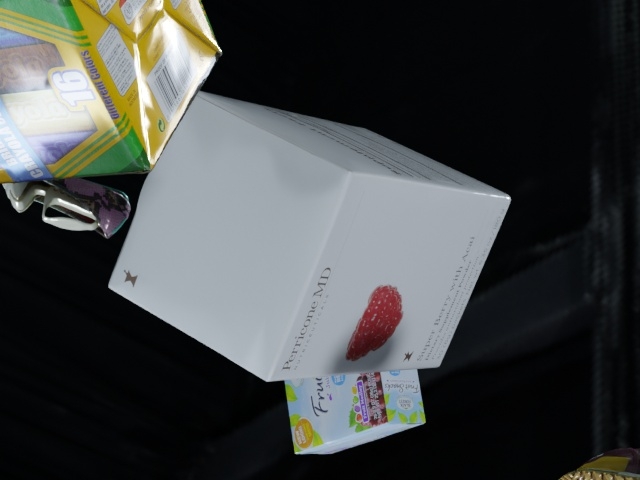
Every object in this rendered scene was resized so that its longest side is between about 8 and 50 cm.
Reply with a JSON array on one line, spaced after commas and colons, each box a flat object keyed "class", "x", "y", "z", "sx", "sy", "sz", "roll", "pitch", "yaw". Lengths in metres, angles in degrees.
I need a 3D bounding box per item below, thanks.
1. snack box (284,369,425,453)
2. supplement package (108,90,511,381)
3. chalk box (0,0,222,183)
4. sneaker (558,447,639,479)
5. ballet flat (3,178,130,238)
[{"class": "snack box", "x": 0.031, "y": 0.141, "z": 1.710, "sx": 0.174, "sy": 0.070, "sz": 0.207, "roll": -25, "pitch": -115, "yaw": 45}, {"class": "supplement package", "x": 0.000, "y": 0.000, "z": 1.185, "sx": 0.175, "sy": 0.293, "sz": 0.177, "roll": 28, "pitch": -78, "yaw": 29}, {"class": "chalk box", "x": -0.193, "y": -0.122, "z": 0.852, "sx": 0.213, "sy": 0.132, "sz": 0.132, "roll": -3, "pitch": -140, "yaw": 23}, {"class": "sneaker", "x": 0.231, "y": 0.151, "z": 0.819, "sx": 0.185, "sy": 0.084, "sz": 0.069, "roll": 7, "pitch": -70, "yaw": 42}, {"class": "ballet flat", "x": -0.368, "y": -0.063, "z": 1.922, "sx": 0.077, "sy": 0.221, "sz": 0.079, "roll": 99, "pitch": 16, "yaw": -59}]
